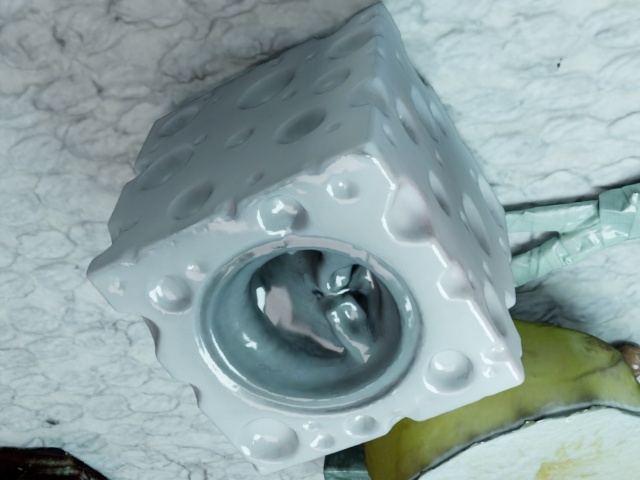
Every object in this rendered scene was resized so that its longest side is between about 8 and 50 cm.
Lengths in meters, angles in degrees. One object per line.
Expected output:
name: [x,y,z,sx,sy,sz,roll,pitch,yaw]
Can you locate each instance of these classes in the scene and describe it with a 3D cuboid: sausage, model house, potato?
sausage: [0.286,0.162,1.120,0.042,0.036,0.158,32,129,-9]
model house: [-0.365,0.343,1.296,0.203,0.164,0.141,-4,126,14]
potato: [0.184,0.161,1.039,0.300,0.196,0.246,-9,141,-6]

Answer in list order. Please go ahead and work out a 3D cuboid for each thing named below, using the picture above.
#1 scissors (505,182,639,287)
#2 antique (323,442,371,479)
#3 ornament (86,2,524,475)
scissors: [0.289,-0.029,0.953,0.384,0.029,0.256,-14,128,21]
antique: [0.101,0.253,1.195,0.183,0.086,0.088,-1,132,9]
ornament: [0.000,0.000,0.856,0.239,0.239,0.239,-24,120,20]
